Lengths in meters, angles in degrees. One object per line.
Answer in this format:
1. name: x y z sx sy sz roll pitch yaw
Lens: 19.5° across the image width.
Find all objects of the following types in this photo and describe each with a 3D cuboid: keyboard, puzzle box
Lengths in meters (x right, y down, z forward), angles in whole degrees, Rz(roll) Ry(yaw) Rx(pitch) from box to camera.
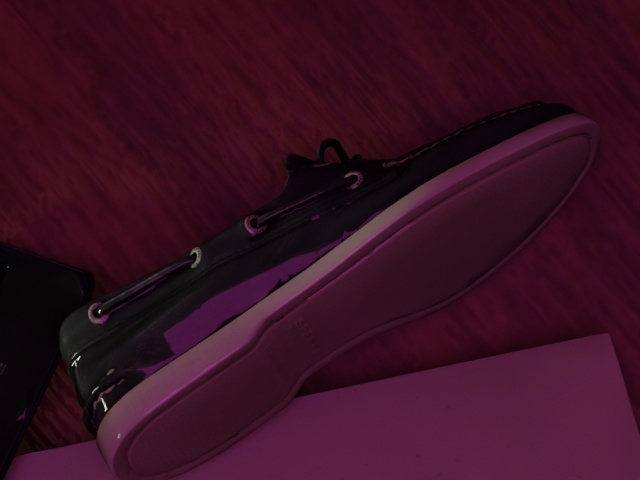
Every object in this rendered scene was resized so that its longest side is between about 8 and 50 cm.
1. keyboard: -0.211 0.084 1.081 0.108 0.023 0.180 19 72 17
2. puzzle box: -0.003 0.219 1.036 0.409 0.052 0.272 -11 62 0

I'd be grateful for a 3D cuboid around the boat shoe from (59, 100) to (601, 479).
1. boat shoe: 0.000 0.002 1.065 0.340 0.127 0.113 -36 60 -7
